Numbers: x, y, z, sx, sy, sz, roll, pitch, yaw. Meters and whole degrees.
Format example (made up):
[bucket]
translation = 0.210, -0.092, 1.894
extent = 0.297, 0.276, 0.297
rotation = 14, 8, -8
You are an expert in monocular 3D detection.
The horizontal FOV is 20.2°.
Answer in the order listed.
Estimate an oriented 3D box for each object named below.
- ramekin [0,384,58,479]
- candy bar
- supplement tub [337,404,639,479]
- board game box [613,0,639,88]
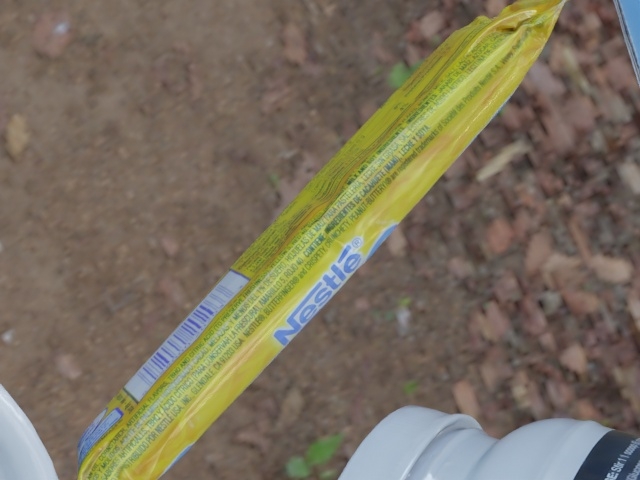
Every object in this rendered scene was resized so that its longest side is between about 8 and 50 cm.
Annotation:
[ramekin]
translation = -0.239, 0.110, 0.631
extent = 0.277, 0.135, 0.277
rotation = -11, 118, -22
[candy bar]
translation = 0.000, 0.000, 0.396
extent = 0.018, 0.040, 0.161
rotation = 43, 84, -14
[supplement tub]
translation = 0.136, 0.175, 0.646
extent = 0.191, 0.272, 0.191
rotation = 15, 90, -69
[board game box]
translation = 0.302, -0.090, 0.665
extent = 0.232, 0.291, 0.141
rotation = 7, 60, -34
